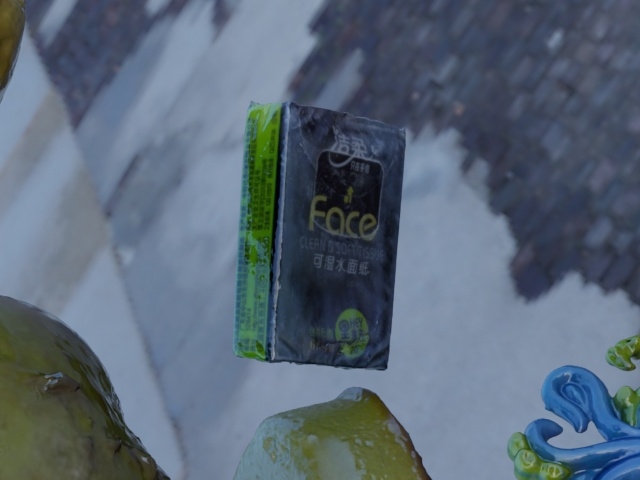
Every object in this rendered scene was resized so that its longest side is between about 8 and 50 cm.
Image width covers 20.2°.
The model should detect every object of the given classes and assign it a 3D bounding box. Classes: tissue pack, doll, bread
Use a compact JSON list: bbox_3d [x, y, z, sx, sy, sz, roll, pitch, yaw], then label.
[{"bbox_3d":[0.000,0.000,1.648,0.073,0.173,0.235,-1,82,41],"label":"tissue pack"},{"bbox_3d":[0.389,0.240,1.995,0.346,0.341,0.098,58,158,34],"label":"doll"},{"bbox_3d":[0.021,0.278,1.695,0.270,0.148,0.269,25,120,55],"label":"bread"}]

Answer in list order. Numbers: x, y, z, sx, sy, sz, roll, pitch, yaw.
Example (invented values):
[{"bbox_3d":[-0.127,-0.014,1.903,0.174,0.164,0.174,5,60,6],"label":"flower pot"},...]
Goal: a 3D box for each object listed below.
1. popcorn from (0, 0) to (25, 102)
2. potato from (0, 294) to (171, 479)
[{"bbox_3d":[-0.434,-0.177,1.493,0.390,0.344,0.354,40,101,31],"label":"popcorn"},{"bbox_3d":[-0.244,0.212,1.333,0.442,0.385,0.319,105,-176,-63],"label":"potato"}]
